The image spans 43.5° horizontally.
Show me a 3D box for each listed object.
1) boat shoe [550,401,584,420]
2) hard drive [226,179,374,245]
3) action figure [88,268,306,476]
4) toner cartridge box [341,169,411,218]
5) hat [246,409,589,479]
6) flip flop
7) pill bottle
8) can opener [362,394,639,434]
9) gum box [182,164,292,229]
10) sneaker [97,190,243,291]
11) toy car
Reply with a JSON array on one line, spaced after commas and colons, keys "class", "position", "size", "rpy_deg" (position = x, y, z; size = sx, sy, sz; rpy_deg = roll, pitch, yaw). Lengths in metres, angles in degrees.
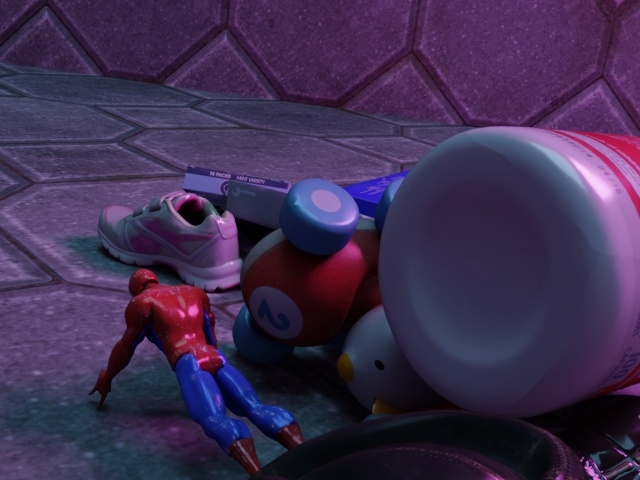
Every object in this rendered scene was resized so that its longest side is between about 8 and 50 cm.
[{"class": "boat shoe", "position": [0.289, 0.125, 0.899], "size": [0.068, 0.081, 0.227], "rpy_deg": [24, 26, 33]}, {"class": "hard drive", "position": [0.000, 0.000, 1.097], "size": [0.254, 0.054, 0.172], "rpy_deg": [17, -19, 23]}, {"class": "action figure", "position": [-0.109, 0.144, 0.692], "size": [0.091, 0.139, 0.280], "rpy_deg": [-4, 42, -41]}, {"class": "toner cartridge box", "position": [0.173, -0.064, 1.477], "size": [0.165, 0.075, 0.348], "rpy_deg": [18, 20, 30]}, {"class": "hat", "position": [0.036, 0.159, 0.380], "size": [0.331, 0.134, 0.331], "rpy_deg": [-21, 3, 1]}, {"class": "flip flop", "position": [0.175, 0.194, 0.614], "size": [0.277, 0.080, 0.112], "rpy_deg": [-13, 45, -17]}, {"class": "pill bottle", "position": [0.269, 0.017, 0.742], "size": [0.407, 0.229, 0.229], "rpy_deg": [-4, 20, -40]}, {"class": "can opener", "position": [0.174, 0.173, 0.698], "size": [0.280, 0.093, 0.074], "rpy_deg": [0, 19, -7]}, {"class": "gum box", "position": [-0.111, -0.055, 1.240], "size": [0.156, 0.041, 0.184], "rpy_deg": [11, -15, 10]}, {"class": "sneaker", "position": [-0.203, -0.019, 1.110], "size": [0.252, 0.111, 0.103], "rpy_deg": [16, 20, 27]}, {"class": "toy car", "position": [0.046, 0.096, 0.789], "size": [0.210, 0.219, 0.238], "rpy_deg": [-2, 48, -28]}]
